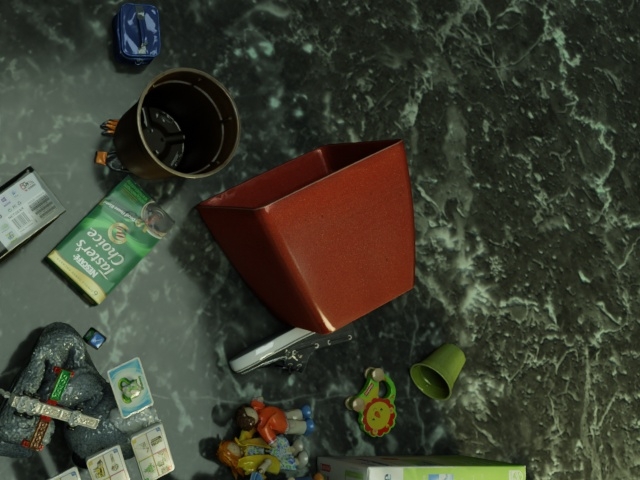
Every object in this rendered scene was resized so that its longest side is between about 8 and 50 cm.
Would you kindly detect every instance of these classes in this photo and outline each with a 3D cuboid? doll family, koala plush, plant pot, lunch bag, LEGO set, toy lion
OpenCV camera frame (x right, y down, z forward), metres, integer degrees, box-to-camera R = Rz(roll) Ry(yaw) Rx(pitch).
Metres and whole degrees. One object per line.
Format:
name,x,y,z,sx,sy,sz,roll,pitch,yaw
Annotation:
doll family,-0.075,0.369,1.609,0.163,0.118,0.263,8,38,-36
koala plush,-0.341,0.247,1.507,0.221,0.196,0.203,29,63,-13
plant pot,-0.235,-0.167,1.604,0.167,0.165,0.167,4,82,-31
lunch bag,-0.295,-0.328,1.661,0.067,0.065,0.098,-3,84,-23
plant pot,0.000,0.000,1.653,0.267,0.267,0.235,-27,105,-23
plant pot,0.212,0.221,1.802,0.083,0.083,0.079,52,57,-9
LEGO set,-0.315,0.242,1.398,0.182,0.060,0.244,-25,114,-28
toy lion,0.096,0.280,1.768,0.096,0.034,0.100,42,69,-20

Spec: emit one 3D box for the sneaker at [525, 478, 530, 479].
sneaker,0.342,0.520,1.810,0.080,0.081,0.211,28,75,-19

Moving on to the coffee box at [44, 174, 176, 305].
coffee box,-0.327,0.001,1.618,0.113,0.040,0.184,47,69,-11

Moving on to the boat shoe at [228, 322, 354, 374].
boat shoe,-0.040,0.180,1.701,0.228,0.080,0.076,-23,91,-31

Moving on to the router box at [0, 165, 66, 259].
router box,-0.513,0.034,1.427,0.309,0.243,0.081,-40,99,-23

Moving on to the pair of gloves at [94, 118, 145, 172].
pair of gloves,-0.320,-0.152,1.658,0.074,0.010,0.083,12,80,-21

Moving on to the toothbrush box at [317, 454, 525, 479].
toothbrush box,0.160,0.415,1.679,0.283,0.206,0.122,3,82,-22
